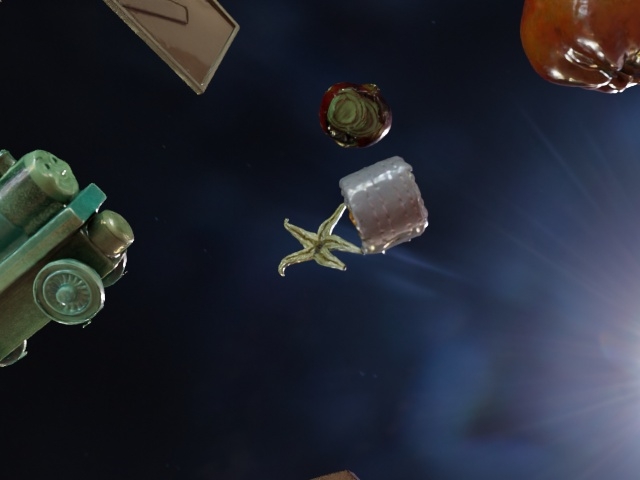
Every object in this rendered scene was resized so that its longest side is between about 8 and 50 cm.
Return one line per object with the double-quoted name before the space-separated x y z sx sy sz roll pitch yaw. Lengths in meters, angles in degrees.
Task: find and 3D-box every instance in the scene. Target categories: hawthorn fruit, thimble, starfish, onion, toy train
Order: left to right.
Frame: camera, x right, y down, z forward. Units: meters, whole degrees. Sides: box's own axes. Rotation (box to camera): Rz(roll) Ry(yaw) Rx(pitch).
"toy train" -0.343 0.037 0.813 0.298 0.120 0.194 -37 -75 13
"starfish" 0.001 0.001 1.649 0.216 0.223 0.050 -52 -37 -8
"onion" 0.056 -0.203 1.252 0.117 0.118 0.118 37 -87 -10
"thimble" 0.102 -0.055 1.247 0.118 0.127 0.151 -22 -18 -1
"hawthorn fruit" 0.355 -0.313 0.973 0.224 0.224 0.260 9 -115 -30

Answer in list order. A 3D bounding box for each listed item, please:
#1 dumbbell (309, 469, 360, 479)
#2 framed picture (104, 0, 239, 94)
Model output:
"dumbbell" 0.040 0.337 0.961 0.231 0.082 0.092 59 -134 -65
"framed picture" -0.209 -0.324 1.095 0.203 0.015 0.150 44 -129 -32
